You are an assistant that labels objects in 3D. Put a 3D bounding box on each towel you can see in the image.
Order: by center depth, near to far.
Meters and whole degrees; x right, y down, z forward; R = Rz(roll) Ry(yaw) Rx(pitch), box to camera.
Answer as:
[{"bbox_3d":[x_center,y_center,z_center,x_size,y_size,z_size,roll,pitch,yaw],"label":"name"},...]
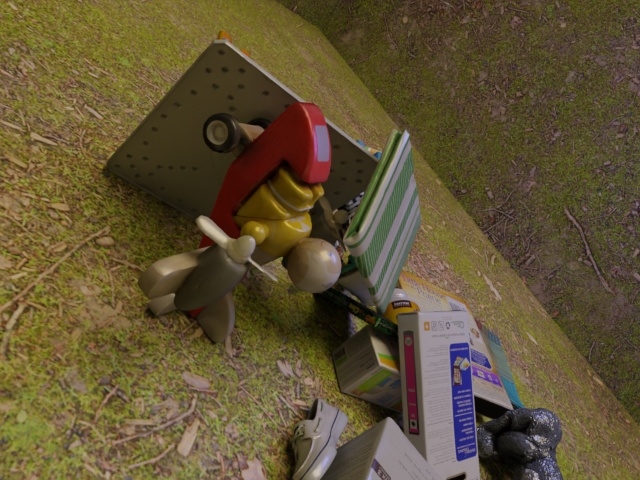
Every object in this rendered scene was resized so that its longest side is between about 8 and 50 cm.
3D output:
[{"bbox_3d":[0.128,-0.023,1.042,0.038,0.248,0.325,16,-21,22],"label":"towel"},{"bbox_3d":[0.540,0.373,1.803,0.271,0.040,0.370,39,25,-19],"label":"towel"}]

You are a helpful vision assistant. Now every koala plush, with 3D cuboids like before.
[{"bbox_3d":[0.502,0.532,1.295,0.196,0.203,0.221,34,28,-27],"label":"koala plush"}]

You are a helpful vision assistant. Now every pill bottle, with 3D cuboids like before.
[{"bbox_3d":[0.207,0.225,1.379,0.117,0.117,0.215,31,28,-32],"label":"pill bottle"}]

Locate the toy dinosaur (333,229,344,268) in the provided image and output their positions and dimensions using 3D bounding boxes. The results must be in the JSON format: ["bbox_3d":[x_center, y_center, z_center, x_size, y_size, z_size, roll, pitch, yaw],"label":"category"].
[{"bbox_3d":[0.000,0.000,1.364,0.218,0.164,0.322,58,-1,-15],"label":"toy dinosaur"}]

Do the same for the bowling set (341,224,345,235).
[{"bbox_3d":[0.135,-0.055,1.646,0.287,0.154,0.200,54,25,14],"label":"bowling set"}]

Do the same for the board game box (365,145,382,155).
[{"bbox_3d":[0.025,-0.224,1.536,0.242,0.064,0.316,15,-4,-13],"label":"board game box"}]

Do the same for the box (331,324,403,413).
[{"bbox_3d":[0.141,0.282,1.188,0.203,0.114,0.103,30,29,-35],"label":"box"}]

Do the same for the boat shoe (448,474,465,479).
[{"bbox_3d":[0.282,0.467,1.208,0.049,0.056,0.152,7,45,-48],"label":"boat shoe"}]

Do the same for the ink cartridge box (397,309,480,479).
[{"bbox_3d":[0.246,0.331,1.131,0.175,0.069,0.371,6,76,-41],"label":"ink cartridge box"}]

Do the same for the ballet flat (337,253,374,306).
[{"bbox_3d":[0.125,0.092,1.345,0.139,0.139,0.400,48,6,1],"label":"ballet flat"}]

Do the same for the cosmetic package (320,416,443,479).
[{"bbox_3d":[0.069,0.454,0.752,0.217,0.156,0.385,48,23,-2],"label":"cosmetic package"}]

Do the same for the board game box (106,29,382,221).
[{"bbox_3d":[-0.141,-0.150,1.045,0.390,0.390,0.050,32,45,-31],"label":"board game box"}]

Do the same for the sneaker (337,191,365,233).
[{"bbox_3d":[0.077,-0.106,1.351,0.282,0.099,0.153,69,2,-59],"label":"sneaker"}]

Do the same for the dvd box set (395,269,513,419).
[{"bbox_3d":[0.353,0.282,1.562,0.307,0.062,0.420,25,31,-25],"label":"dvd box set"}]

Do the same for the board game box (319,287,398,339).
[{"bbox_3d":[0.095,0.162,1.242,0.136,0.030,0.259,27,-1,-33],"label":"board game box"}]

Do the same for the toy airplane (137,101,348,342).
[{"bbox_3d":[-0.099,0.015,0.889,0.272,0.384,0.386,31,63,16],"label":"toy airplane"}]

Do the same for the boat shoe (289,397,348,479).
[{"bbox_3d":[-0.018,0.335,0.907,0.075,0.083,0.226,37,12,6],"label":"boat shoe"}]
